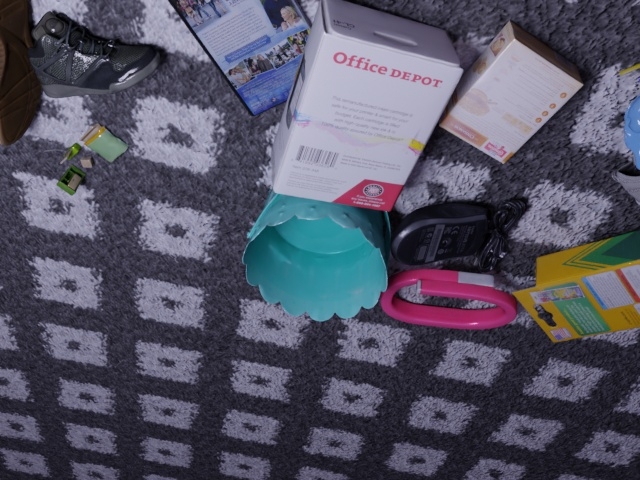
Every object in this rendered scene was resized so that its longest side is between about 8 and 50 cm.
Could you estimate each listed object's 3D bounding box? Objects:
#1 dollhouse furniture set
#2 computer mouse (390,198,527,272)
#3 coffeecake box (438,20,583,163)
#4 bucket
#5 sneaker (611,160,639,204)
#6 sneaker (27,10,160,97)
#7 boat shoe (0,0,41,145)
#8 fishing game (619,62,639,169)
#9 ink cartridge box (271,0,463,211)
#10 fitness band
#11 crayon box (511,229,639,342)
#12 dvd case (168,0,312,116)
[{"bbox_3d":[-0.451,-0.154,1.236,0.151,0.059,0.076,-31,123,31],"label":"dollhouse furniture set"},{"bbox_3d":[0.251,-0.016,1.247,0.272,0.072,0.189,-3,133,-21],"label":"computer mouse"},{"bbox_3d":[0.306,-0.238,1.051,0.142,0.068,0.185,26,130,-17],"label":"coffeecake box"},{"bbox_3d":[0.000,0.000,1.236,0.280,0.183,0.281,3,133,4],"label":"bucket"},{"bbox_3d":[0.614,-0.163,1.058,0.115,0.105,0.281,28,127,-9],"label":"sneaker"},{"bbox_3d":[-0.387,-0.313,1.060,0.227,0.087,0.130,-1,139,16],"label":"sneaker"},{"bbox_3d":[-0.561,-0.322,1.066,0.123,0.123,0.342,20,134,7],"label":"boat shoe"},{"bbox_3d":[0.582,-0.175,1.015,0.189,0.041,0.264,-26,92,46],"label":"fishing game"},{"bbox_3d":[0.062,-0.209,1.050,0.226,0.131,0.306,10,132,-16],"label":"ink cartridge box"},{"bbox_3d":[0.274,0.133,1.374,0.290,0.054,0.209,7,151,4],"label":"fitness band"},{"bbox_3d":[0.582,0.094,1.289,0.322,0.083,0.203,-20,128,37],"label":"crayon box"},{"bbox_3d":[-0.108,-0.337,1.046,0.180,0.022,0.253,-19,128,24],"label":"dvd case"}]
